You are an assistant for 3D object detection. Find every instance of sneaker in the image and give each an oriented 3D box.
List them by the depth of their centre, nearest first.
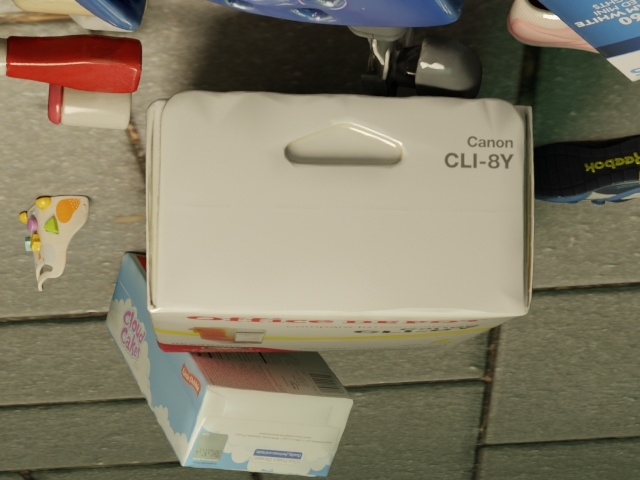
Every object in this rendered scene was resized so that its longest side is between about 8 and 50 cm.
[{"bbox_3d":[0.202,-0.167,1.257,0.134,0.051,0.070,0,164,4],"label":"sneaker"},{"bbox_3d":[0.241,-0.055,1.549,0.144,0.053,0.059,-4,161,6],"label":"sneaker"}]

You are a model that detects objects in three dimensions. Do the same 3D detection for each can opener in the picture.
[{"bbox_3d":[0.067,-0.170,1.186,0.095,0.076,0.283,12,161,9],"label":"can opener"}]

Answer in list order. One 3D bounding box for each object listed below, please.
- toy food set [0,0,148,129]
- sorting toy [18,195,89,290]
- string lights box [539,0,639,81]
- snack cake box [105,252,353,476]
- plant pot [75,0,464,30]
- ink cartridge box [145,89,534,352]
[{"bbox_3d":[-0.173,-0.151,1.174,0.104,0.111,0.232,3,156,-11],"label":"toy food set"},{"bbox_3d":[-0.249,0.005,1.615,0.045,0.075,0.083,10,155,-29],"label":"sorting toy"},{"bbox_3d":[0.156,-0.206,1.038,0.077,0.133,0.260,-16,155,30],"label":"string lights box"},{"bbox_3d":[-0.094,0.116,1.683,0.152,0.264,0.089,8,113,-27],"label":"snack cake box"},{"bbox_3d":[-0.059,-0.236,0.817,0.212,0.236,0.236,-4,159,23],"label":"plant pot"},{"bbox_3d":[0.000,0.000,1.404,0.279,0.160,0.384,0,172,-4],"label":"ink cartridge box"}]
